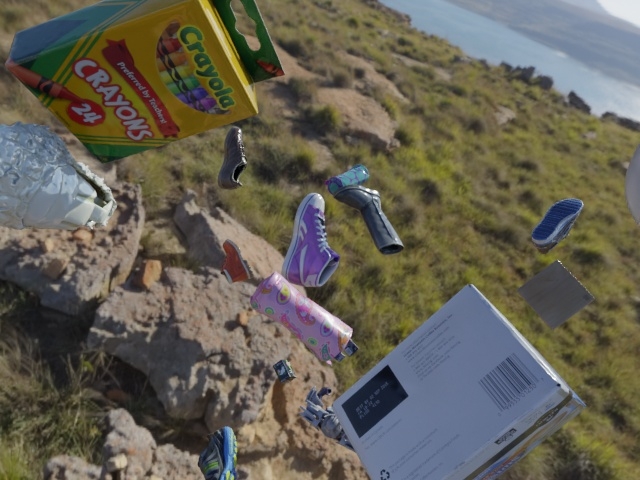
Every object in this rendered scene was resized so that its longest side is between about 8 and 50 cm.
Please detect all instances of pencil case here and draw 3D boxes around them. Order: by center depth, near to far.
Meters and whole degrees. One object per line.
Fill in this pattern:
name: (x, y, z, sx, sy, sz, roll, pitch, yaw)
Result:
pencil case: (-0.050, 0.205, 1.320, 0.284, 0.124, 0.124, 39, 32, -6)
pencil case: (0.087, -0.192, 1.593, 0.070, 0.064, 0.151, 36, 41, 22)

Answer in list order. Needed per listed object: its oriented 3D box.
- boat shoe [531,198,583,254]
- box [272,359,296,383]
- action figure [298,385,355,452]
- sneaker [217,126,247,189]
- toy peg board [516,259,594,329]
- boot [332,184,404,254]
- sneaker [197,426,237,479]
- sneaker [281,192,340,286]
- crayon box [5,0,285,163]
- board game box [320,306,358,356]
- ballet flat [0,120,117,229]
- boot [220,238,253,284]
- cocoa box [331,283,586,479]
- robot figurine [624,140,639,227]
boat shoe: (0.593, -0.036, 1.257, 0.183, 0.066, 0.066, -37, 36, -19)
box: (-0.149, 0.543, 2.077, 0.083, 0.052, 0.062, 59, 14, 27)
action figure: (0.051, 0.413, 1.156, 0.185, 0.099, 0.285, 39, -6, 21)
sneaker: (-0.234, -0.231, 1.419, 0.071, 0.188, 0.066, 6, -11, 21)
toy peg board: (0.743, 0.179, 1.596, 0.161, 0.161, 0.079, 54, 5, 25)
boot: (0.141, -0.058, 1.471, 0.189, 0.076, 0.209, 3, 61, -32)
sneaker: (-0.222, 0.488, 1.059, 0.078, 0.067, 0.188, -15, 36, 6)
sneaker: (0.000, 0.001, 1.457, 0.161, 0.282, 0.102, 7, -11, 34)
crayon box: (-0.226, -0.239, 0.702, 0.318, 0.202, 0.081, -16, 56, 9)
board game box: (0.051, 0.317, 1.751, 0.170, 0.048, 0.141, 48, -3, -6)
ballet flat: (-0.381, -0.073, 0.736, 0.147, 0.147, 0.409, 14, 0, -11)
boot: (-0.273, 0.063, 1.510, 0.084, 0.059, 0.158, -25, 56, -17)
cocoa box: (0.246, 0.300, 0.909, 0.228, 0.347, 0.231, 35, 15, -46)
robot figurine: (0.536, -0.105, 0.668, 0.199, 0.300, 0.353, 1, 31, 42)
